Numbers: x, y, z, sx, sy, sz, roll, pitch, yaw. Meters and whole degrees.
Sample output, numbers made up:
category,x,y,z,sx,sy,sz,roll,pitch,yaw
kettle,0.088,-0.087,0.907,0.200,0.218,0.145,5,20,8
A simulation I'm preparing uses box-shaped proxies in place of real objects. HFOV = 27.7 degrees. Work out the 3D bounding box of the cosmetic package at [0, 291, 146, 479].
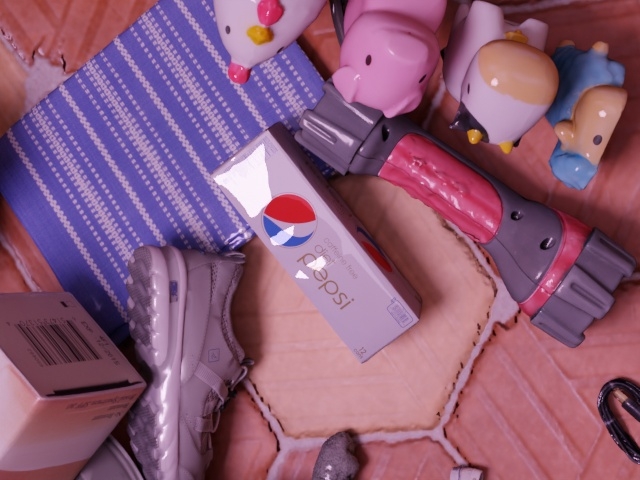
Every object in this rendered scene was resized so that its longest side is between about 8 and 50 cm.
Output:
category,x,y,z,sx,sy,sz,roll,pitch,yaw
cosmetic package,-0.311,0.194,1.155,0.129,0.153,0.296,46,111,21

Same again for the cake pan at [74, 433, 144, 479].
category,x,y,z,sx,sy,sz,roll,pitch,yaw
cake pan,-0.287,0.302,1.260,0.293,0.054,0.293,1,91,27

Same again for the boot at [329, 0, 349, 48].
category,x,y,z,sx,sy,sz,roll,pitch,yaw
boot,0.127,-0.269,1.131,0.228,0.091,0.263,4,100,8

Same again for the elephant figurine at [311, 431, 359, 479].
category,x,y,z,sx,sy,sz,roll,pitch,yaw
elephant figurine,-0.065,0.309,1.179,0.169,0.186,0.240,-14,81,41

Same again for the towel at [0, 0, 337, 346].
category,x,y,z,sx,sy,sz,roll,pitch,yaw
towel,-0.147,-0.083,1.247,0.336,0.040,0.243,-37,80,12

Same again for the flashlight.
category,x,y,z,sx,sy,sz,roll,pitch,yaw
flashlight,0.119,-0.031,1.113,0.304,0.103,0.103,34,72,4

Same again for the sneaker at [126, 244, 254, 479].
category,x,y,z,sx,sy,sz,roll,pitch,yaw
sneaker,-0.111,0.139,1.202,0.115,0.105,0.281,-6,111,-25

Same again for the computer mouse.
category,x,y,z,sx,sy,sz,roll,pitch,yaw
computer mouse,0.338,0.203,1.106,0.242,0.041,0.071,35,102,13

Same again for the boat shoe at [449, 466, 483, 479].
category,x,y,z,sx,sy,sz,roll,pitch,yaw
boat shoe,0.137,0.255,1.171,0.035,0.035,0.100,-3,84,19

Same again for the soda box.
category,x,y,z,sx,sy,sz,roll,pitch,yaw
soda box,0.000,0.000,1.158,0.069,0.074,0.216,-37,95,13

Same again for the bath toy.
category,x,y,z,sx,sy,sz,roll,pitch,yaw
bath toy,0.071,-0.149,1.056,0.348,0.151,0.129,18,95,-11
